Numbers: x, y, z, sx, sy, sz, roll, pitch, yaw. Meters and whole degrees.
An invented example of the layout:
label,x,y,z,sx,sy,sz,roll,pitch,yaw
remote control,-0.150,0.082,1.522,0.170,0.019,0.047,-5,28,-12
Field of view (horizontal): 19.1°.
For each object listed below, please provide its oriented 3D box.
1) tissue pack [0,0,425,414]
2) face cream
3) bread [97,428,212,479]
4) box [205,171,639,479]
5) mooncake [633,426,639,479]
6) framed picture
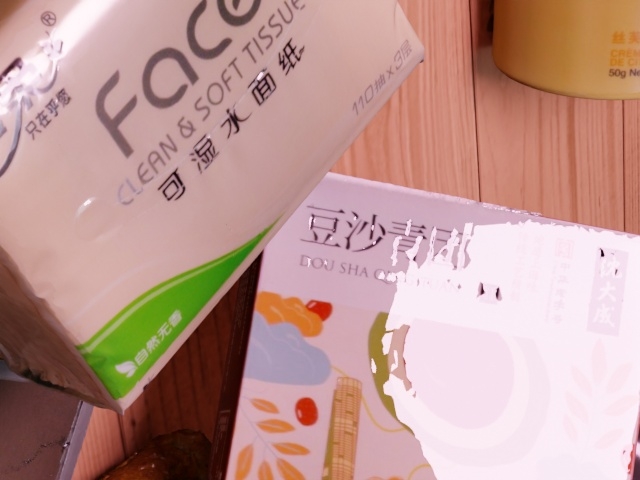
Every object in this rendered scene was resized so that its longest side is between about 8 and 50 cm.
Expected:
label,x,y,z,sx,sy,sz,roll,pitch,yaw
tissue pack,-0.145,-0.123,1.452,0.405,0.205,0.331,-51,133,-21
face cream,0.278,-0.256,1.852,0.218,0.218,0.179,-23,124,-41
bread,-0.153,0.254,1.667,0.172,0.103,0.132,-31,101,-43
box,0.089,0.159,1.627,0.345,0.122,0.385,10,82,-8
mooncake,0.228,0.149,1.871,0.381,0.350,0.212,31,84,-11
framed picture,-0.306,0.233,1.574,0.231,0.018,0.293,14,96,-50
